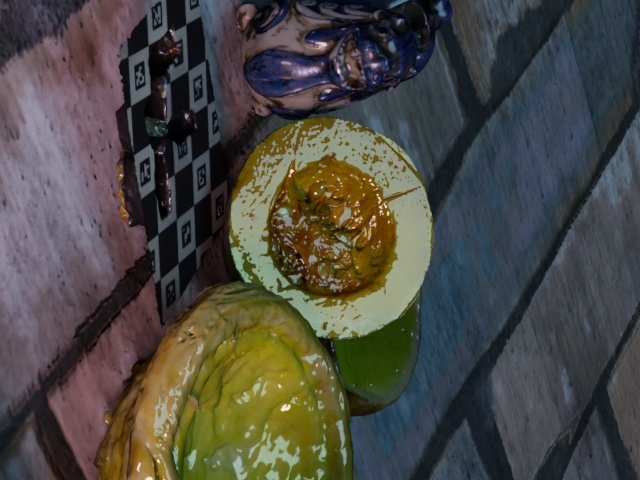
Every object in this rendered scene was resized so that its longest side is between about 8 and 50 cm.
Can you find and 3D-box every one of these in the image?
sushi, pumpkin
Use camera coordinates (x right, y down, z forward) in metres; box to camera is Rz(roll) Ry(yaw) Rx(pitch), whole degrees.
[{"bbox_3d":[-0.148,-0.090,1.624,0.192,0.043,0.280,-62,152,-51],"label":"sushi"},{"bbox_3d":[-0.009,-0.004,1.753,0.217,0.110,0.217,7,76,-29],"label":"pumpkin"}]

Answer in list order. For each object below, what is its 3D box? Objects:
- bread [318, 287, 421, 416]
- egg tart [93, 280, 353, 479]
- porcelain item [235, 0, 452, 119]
[{"bbox_3d":[0.032,0.077,1.897,0.236,0.070,0.236,8,80,-60],"label":"bread"},{"bbox_3d":[-0.094,0.210,1.609,0.345,0.132,0.345,11,78,-58],"label":"egg tart"},{"bbox_3d":[0.038,-0.209,1.822,0.288,0.186,0.138,-31,112,-58],"label":"porcelain item"}]
